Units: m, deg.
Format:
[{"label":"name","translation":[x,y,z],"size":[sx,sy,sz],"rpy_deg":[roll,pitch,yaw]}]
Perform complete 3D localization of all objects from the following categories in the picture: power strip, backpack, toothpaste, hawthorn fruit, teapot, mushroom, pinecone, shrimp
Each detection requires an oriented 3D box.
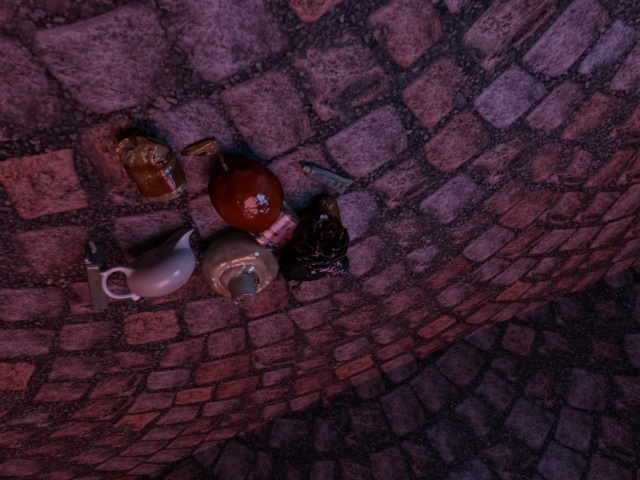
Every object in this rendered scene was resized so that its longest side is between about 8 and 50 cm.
[{"label":"power strip","translation":[-0.676,0.098,1.426],"size":[0.053,0.093,0.288],"rpy_deg":[-3,141,-23]},{"label":"backpack","translation":[-0.036,0.072,1.682],"size":[0.258,0.206,0.133],"rpy_deg":[-18,101,10]},{"label":"toothpaste","translation":[0.017,-0.196,1.474],"size":[0.218,0.041,0.064],"rpy_deg":[16,124,-47]},{"label":"hawthorn fruit","translation":[-0.214,-0.139,1.291],"size":[0.205,0.205,0.253],"rpy_deg":[-31,136,11]},{"label":"teapot","translation":[-0.498,0.084,1.411],"size":[0.299,0.208,0.166],"rpy_deg":[-24,124,-31]},{"label":"mushroom","translation":[-0.254,0.104,1.546],"size":[0.260,0.234,0.254],"rpy_deg":[0,136,-28]},{"label":"pinecone","translation":[-0.003,0.004,1.483],"size":[0.184,0.179,0.204],"rpy_deg":[-47,176,5]},{"label":"shrimp","translation":[-0.313,-0.236,1.251],"size":[0.108,0.023,0.059],"rpy_deg":[-22,154,-1]}]

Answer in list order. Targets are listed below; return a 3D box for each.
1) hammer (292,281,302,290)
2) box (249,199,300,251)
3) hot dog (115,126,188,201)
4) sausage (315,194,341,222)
[{"label":"hammer","translation":[-0.075,0.167,1.916],"size":[0.035,0.019,0.110],"rpy_deg":[9,132,-37]},{"label":"box","translation":[-0.149,-0.064,1.463],"size":[0.135,0.151,0.151],"rpy_deg":[-39,142,10]},{"label":"hot dog","translation":[-0.421,-0.189,1.193],"size":[0.146,0.103,0.213],"rpy_deg":[-1,135,6]},{"label":"sausage","translation":[0.030,-0.082,1.598],"size":[0.076,0.076,0.198],"rpy_deg":[-20,143,-5]}]
